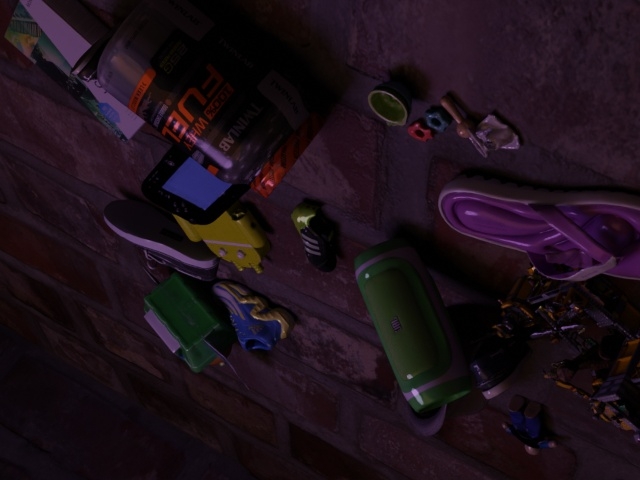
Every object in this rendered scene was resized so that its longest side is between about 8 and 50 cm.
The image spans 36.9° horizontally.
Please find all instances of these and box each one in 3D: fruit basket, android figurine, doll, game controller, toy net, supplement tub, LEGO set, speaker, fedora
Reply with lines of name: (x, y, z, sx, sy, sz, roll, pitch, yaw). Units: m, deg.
fruit basket: (-0.324, 0.238, 2.473, 0.327, 0.165, 0.353, 47, 165, 19)
android figurine: (-0.214, -0.030, 2.084, 0.248, 0.056, 0.273, 7, 140, 43)
doll: (0.445, 0.404, 2.033, 0.129, 0.046, 0.189, 19, 148, 31)
game controller: (-0.225, -0.126, 1.848, 0.166, 0.067, 0.319, 21, 147, -24)
toy net: (0.182, -0.164, 1.428, 0.232, 0.045, 0.122, 25, 151, 19)
supplement tub: (-0.171, -0.234, 1.542, 0.338, 0.207, 0.207, 37, 153, -5)
LEGO set: (0.426, 0.199, 1.566, 0.331, 0.192, 0.255, 44, 152, -15)
speaker: (0.164, 0.150, 1.713, 0.131, 0.131, 0.296, 120, 132, -63)
fedora: (0.264, 0.266, 1.880, 0.124, 0.243, 0.275, 9, 153, -13)

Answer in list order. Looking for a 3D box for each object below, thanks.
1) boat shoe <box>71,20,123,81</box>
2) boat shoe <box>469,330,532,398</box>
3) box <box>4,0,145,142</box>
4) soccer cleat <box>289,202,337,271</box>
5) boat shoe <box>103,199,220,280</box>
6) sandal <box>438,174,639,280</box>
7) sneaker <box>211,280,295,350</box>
boat shoe: (-0.360, -0.315, 1.647, 0.081, 0.227, 0.068, -36, 108, 21)
boat shoe: (0.313, 0.205, 1.714, 0.095, 0.254, 0.079, -34, 89, 25)
box: (-0.451, -0.344, 1.848, 0.322, 0.058, 0.232, 43, 152, -11)
soccer cleat: (0.000, 0.000, 1.883, 0.072, 0.060, 0.179, 10, 140, 38)
boat shoe: (-0.374, 0.004, 2.257, 0.306, 0.113, 0.105, 21, 136, 8)
sandal: (0.356, 0.004, 1.434, 0.416, 0.102, 0.169, 12, 145, 38)
sneaker: (-0.187, 0.188, 2.320, 0.240, 0.126, 0.091, 21, 150, 24)
